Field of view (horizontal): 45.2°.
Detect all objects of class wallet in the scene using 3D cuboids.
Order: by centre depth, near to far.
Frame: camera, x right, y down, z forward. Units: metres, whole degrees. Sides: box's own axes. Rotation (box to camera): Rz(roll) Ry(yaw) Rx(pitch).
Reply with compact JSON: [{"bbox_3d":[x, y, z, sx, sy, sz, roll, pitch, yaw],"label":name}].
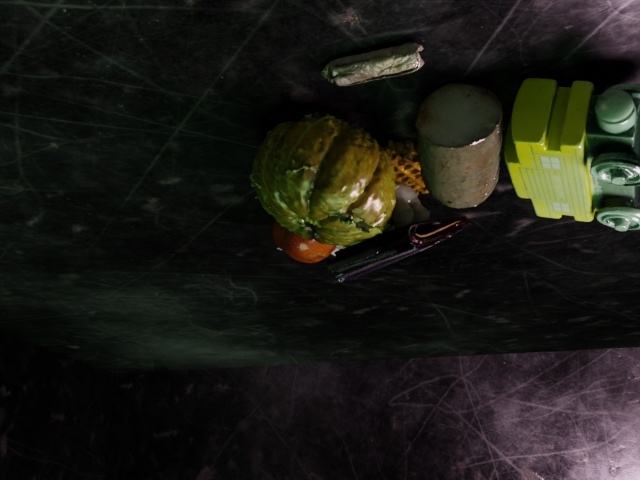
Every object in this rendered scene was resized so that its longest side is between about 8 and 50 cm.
[{"bbox_3d":[0.167,0.007,1.613,0.221,0.071,0.262,-27,171,37],"label":"wallet"}]

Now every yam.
[{"bbox_3d":[0.263,-0.178,1.457,0.161,0.161,0.268,-3,160,10],"label":"yam"}]

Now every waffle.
[{"bbox_3d":[0.173,-0.152,1.681,0.232,0.051,0.228,5,156,-13],"label":"waffle"}]

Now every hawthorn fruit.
[{"bbox_3d":[0.006,-0.006,1.923,0.165,0.165,0.285,-15,154,35],"label":"hawthorn fruit"}]

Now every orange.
[{"bbox_3d":[0.015,-0.117,1.522,0.300,0.223,0.301,28,160,2],"label":"orange"}]

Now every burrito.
[{"bbox_3d":[0.087,-0.296,1.307,0.188,0.045,0.058,-7,133,24],"label":"burrito"}]

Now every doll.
[{"bbox_3d":[0.124,-0.056,1.713,0.155,0.113,0.275,-14,174,-37],"label":"doll"}]

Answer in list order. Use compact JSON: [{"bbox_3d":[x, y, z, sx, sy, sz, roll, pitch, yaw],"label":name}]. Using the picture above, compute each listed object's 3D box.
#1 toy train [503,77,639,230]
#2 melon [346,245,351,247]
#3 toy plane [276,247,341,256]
[{"bbox_3d":[0.496,-0.156,1.460,0.272,0.179,0.442,8,164,25],"label":"toy train"},{"bbox_3d":[0.118,-0.010,2.043,0.114,0.053,0.261,-23,155,-3],"label":"melon"},{"bbox_3d":[-0.001,-0.003,2.062,0.226,0.058,0.226,-23,155,24],"label":"toy plane"}]
